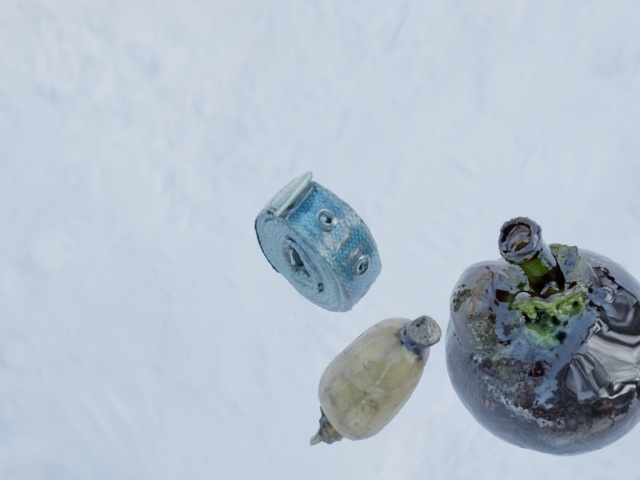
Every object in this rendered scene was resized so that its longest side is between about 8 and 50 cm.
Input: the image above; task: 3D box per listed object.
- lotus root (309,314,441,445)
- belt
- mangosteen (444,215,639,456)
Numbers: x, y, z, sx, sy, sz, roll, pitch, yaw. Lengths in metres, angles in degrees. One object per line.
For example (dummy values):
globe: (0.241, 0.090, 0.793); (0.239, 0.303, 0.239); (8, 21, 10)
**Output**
lotus root: (0.036, 0.107, 1.220); (0.063, 0.152, 0.072); (31, 30, -15)
belt: (0.000, 0.003, 1.748); (0.147, 0.163, 0.082); (42, 73, -4)
mangosteen: (0.238, 0.090, 1.657); (0.231, 0.289, 0.231); (-5, 55, 8)
